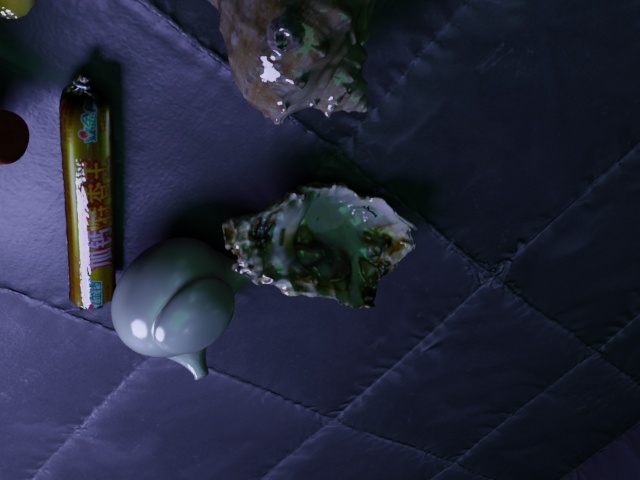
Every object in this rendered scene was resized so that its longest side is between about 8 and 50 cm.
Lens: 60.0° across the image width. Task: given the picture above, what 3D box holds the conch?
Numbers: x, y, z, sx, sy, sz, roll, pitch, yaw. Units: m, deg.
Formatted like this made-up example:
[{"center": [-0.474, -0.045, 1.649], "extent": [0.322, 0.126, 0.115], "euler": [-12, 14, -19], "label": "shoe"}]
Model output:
[{"center": [-0.025, -0.297, 0.692], "extent": [0.263, 0.186, 0.324], "euler": [-48, 128, -4], "label": "conch"}]

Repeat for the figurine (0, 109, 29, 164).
[{"center": [-0.478, -0.129, 0.668], "extent": [0.173, 0.173, 0.173], "euler": [-9, 127, -12], "label": "figurine"}]

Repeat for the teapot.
[{"center": [-0.185, 0.067, 0.914], "extent": [0.318, 0.149, 0.220], "euler": [-50, 144, -9], "label": "teapot"}]

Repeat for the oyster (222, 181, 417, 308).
[{"center": [-0.001, -0.003, 0.928], "extent": [0.355, 0.107, 0.201], "euler": [15, 91, -34], "label": "oyster"}]

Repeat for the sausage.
[{"center": [-0.337, -0.064, 0.815], "extent": [0.082, 0.082, 0.371], "euler": [1, 124, -18], "label": "sausage"}]

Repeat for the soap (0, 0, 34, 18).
[{"center": [-0.358, -0.342, 0.627], "extent": [0.089, 0.033, 0.168], "euler": [19, 122, -25], "label": "soap"}]
